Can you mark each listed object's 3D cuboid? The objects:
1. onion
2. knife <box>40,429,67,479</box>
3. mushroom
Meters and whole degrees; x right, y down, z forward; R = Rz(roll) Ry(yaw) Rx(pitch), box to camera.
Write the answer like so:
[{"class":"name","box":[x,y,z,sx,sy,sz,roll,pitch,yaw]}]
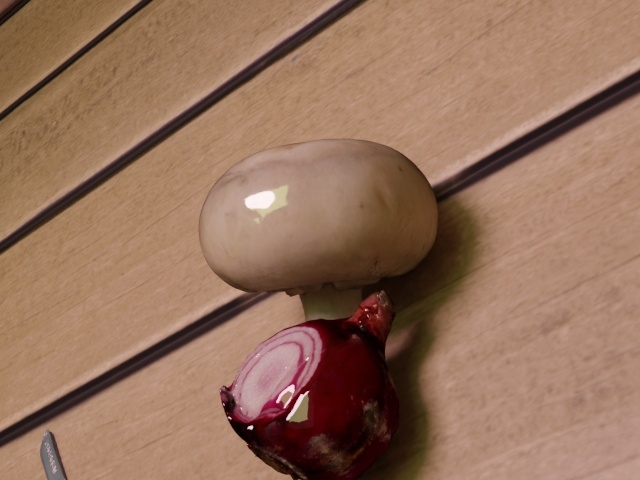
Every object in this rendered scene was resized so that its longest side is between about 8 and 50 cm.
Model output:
[{"class":"onion","box":[0.018,0.142,0.989,0.198,0.135,0.173,-42,31,-12]},{"class":"knife","box":[-0.330,0.308,1.319,0.028,0.015,0.210,-55,34,8]},{"class":"mushroom","box":[0.000,0.000,1.070,0.246,0.246,0.202,-3,96,47]}]
